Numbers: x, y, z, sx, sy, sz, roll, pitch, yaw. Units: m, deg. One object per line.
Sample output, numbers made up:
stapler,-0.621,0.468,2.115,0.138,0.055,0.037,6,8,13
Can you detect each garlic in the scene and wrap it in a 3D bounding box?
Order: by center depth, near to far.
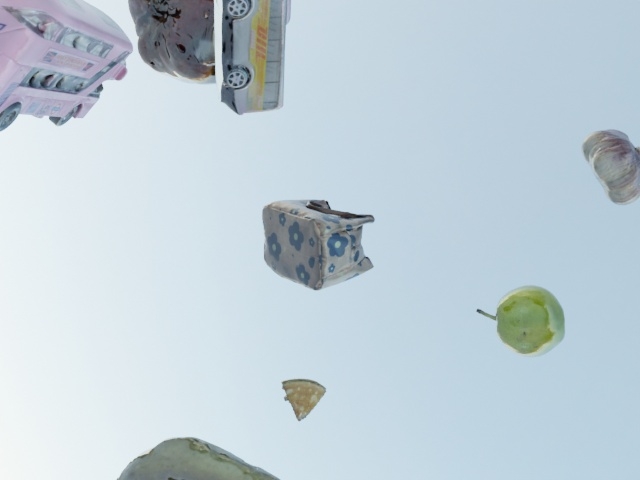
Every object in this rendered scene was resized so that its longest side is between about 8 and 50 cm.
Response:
garlic,0.596,-0.151,1.543,0.102,0.147,0.159,-30,-105,25

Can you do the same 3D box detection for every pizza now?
pizza,-0.036,0.284,1.392,0.025,0.083,0.078,-131,-126,-80

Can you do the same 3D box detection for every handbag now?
handbag,0.000,0.000,1.833,0.251,0.193,0.190,20,-61,50

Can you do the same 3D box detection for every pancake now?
pancake,-0.077,0.270,0.632,0.222,0.042,0.236,-33,-89,31

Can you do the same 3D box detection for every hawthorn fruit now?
hawthorn fruit,-0.264,-0.487,1.731,0.308,0.308,0.325,45,7,26

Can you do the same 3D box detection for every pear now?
pear,0.499,0.201,1.935,0.216,0.166,0.180,1,-87,9

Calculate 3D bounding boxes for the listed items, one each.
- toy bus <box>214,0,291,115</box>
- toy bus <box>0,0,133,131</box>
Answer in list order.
toy bus,-0.068,-0.209,0.771,0.057,0.072,0.172,-107,-163,-45
toy bus,-0.185,-0.123,0.511,0.063,0.090,0.203,41,6,-6
